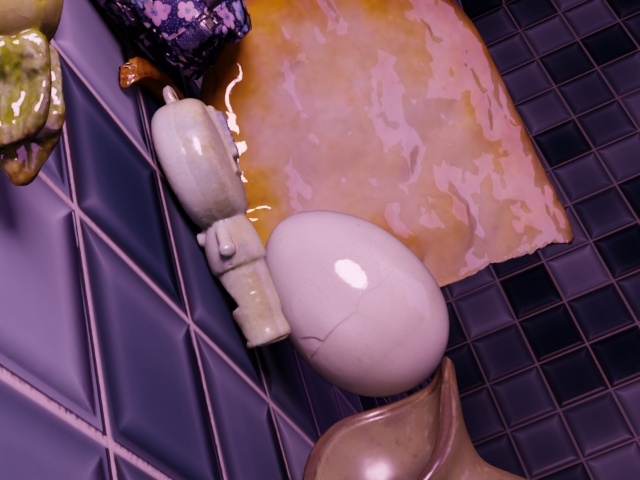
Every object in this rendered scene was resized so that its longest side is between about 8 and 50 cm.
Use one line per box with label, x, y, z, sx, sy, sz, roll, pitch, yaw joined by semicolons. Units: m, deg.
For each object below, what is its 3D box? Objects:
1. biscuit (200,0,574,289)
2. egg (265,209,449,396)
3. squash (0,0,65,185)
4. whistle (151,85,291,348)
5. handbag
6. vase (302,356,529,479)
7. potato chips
biscuit;0.059;-0.116;1.085;0.104;0.429;0.446;-21;-86;63
egg;0.031;0.059;0.902;0.209;0.151;0.151;43;6;3
squash;-0.191;-0.169;0.443;0.137;0.137;0.287;-96;172;-70
whistle;-0.089;-0.026;0.846;0.126;0.067;0.258;19;50;-83
handbag;-0.151;-0.259;0.881;0.207;0.127;0.228;61;10;-23
vase;0.103;0.292;0.731;0.302;0.241;0.329;54;30;-1
potato chips;-0.156;-0.145;0.909;0.204;0.026;0.037;29;42;-81
